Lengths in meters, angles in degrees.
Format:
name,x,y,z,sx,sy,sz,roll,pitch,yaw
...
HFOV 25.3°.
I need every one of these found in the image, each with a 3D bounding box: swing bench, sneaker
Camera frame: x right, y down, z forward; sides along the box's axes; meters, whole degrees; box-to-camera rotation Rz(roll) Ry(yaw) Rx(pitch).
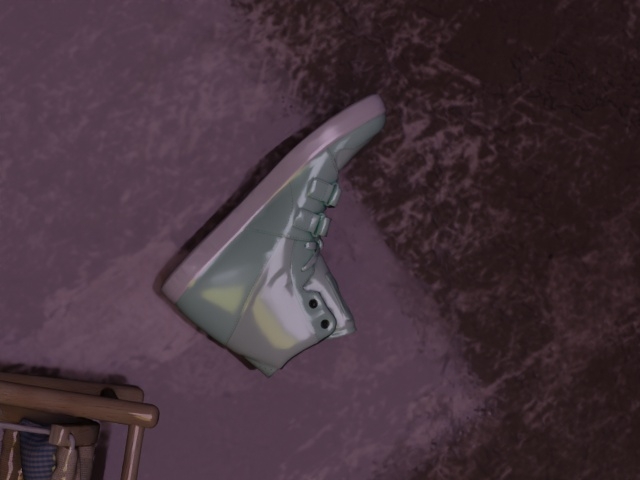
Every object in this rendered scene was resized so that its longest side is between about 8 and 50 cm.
name,x,y,z,sx,sy,sz,roll,pitch,yaw
swing bench,-0.279,0.232,1.147,0.254,0.165,0.253,9,88,-12
sneaker,0.000,0.000,1.247,0.151,0.094,0.256,43,90,-2
